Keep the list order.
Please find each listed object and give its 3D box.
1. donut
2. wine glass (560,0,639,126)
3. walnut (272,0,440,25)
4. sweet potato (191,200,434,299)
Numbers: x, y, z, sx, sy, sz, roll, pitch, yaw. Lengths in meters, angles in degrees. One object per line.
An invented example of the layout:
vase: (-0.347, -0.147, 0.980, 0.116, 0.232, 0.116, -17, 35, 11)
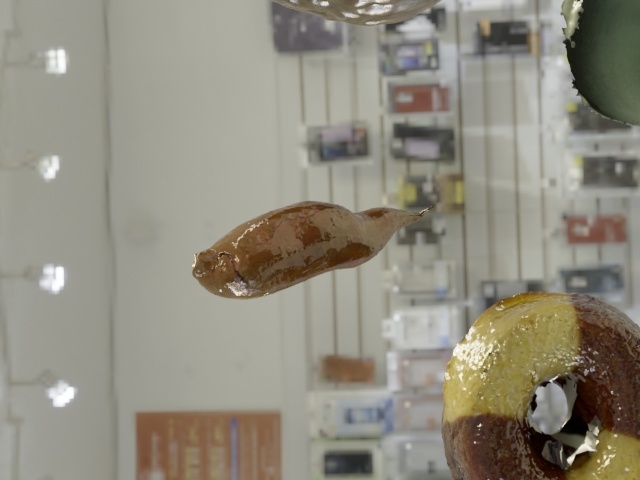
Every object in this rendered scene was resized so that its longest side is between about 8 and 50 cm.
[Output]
donut: (0.166, 0.127, 0.925, 0.073, 0.166, 0.184, 66, -146, -88)
wine glass: (0.165, -0.075, 0.536, 0.155, 0.072, 0.072, 0, -92, -47)
walnut: (0.017, -0.247, 0.977, 0.178, 0.230, 0.178, 22, -90, -78)
sweet potato: (0.000, 0.000, 0.874, 0.056, 0.195, 0.056, 21, 116, 50)
